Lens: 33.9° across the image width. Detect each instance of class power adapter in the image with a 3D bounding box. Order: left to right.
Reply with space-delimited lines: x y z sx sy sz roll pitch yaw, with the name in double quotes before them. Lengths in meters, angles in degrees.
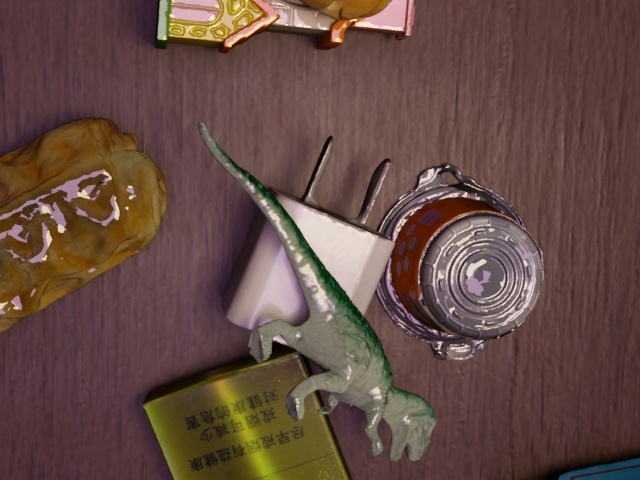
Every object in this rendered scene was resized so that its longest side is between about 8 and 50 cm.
"power adapter" 0.000 0.000 1.043 0.130 0.125 0.205 24 93 -10

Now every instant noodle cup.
"instant noodle cup" 0.151 0.030 1.071 0.177 0.125 0.208 -23 99 -6

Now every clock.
"clock" -0.027 -0.288 1.021 0.255 0.106 0.220 4 95 -9

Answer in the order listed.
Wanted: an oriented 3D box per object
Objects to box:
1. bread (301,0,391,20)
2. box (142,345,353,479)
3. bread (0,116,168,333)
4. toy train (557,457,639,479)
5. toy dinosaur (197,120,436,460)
"bread" 0.002 -0.273 0.941 0.177 0.084 0.119 26 89 -18
"box" -0.048 0.274 1.085 0.173 0.043 0.311 -19 101 6
"bread" -0.275 -0.012 1.002 0.267 0.130 0.152 -30 90 -5
"toy train" 0.386 0.334 1.068 0.300 0.265 0.188 -8 108 -9
"toy dinosaur" -0.022 0.079 0.938 0.129 0.076 0.383 -47 114 -35
